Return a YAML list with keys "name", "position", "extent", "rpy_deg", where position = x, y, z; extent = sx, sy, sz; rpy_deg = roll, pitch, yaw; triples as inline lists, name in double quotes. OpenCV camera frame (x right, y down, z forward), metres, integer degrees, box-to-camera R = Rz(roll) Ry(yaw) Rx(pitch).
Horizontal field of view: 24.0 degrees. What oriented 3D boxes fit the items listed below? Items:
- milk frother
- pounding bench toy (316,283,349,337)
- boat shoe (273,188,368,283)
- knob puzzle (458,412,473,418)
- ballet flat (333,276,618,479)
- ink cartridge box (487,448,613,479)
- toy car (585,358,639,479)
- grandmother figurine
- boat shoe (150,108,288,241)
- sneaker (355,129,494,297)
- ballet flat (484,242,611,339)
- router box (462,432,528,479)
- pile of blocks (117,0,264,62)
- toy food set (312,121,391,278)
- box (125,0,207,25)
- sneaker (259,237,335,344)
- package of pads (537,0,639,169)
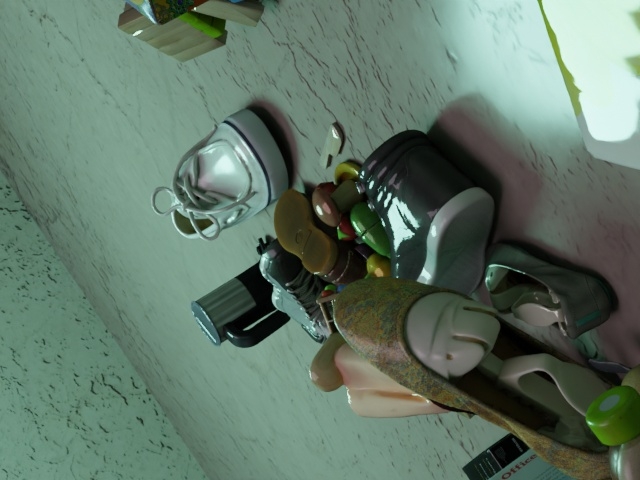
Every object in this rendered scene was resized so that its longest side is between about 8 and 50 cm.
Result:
- name: "milk frother"
  position: [-0.123, 0.077, 2.301]
  extent: [0.129, 0.134, 0.143]
  rpy_deg: [27, 144, 56]
- name: "pounding bench toy"
  position: [0.033, 0.086, 2.039]
  extent: [0.083, 0.052, 0.065]
  rpy_deg: [-52, -57, -73]
- name: "boat shoe"
  position: [0.000, 0.000, 1.964]
  extent: [0.073, 0.073, 0.207]
  rpy_deg: [-62, 31, 18]
- name: "knob puzzle"
  position: [0.119, 0.131, 1.931]
  extent: [0.213, 0.030, 0.213]
  rpy_deg: [48, 165, 18]
- name: "ballet flat"
  position: [0.181, 0.127, 1.516]
  extent: [0.348, 0.123, 0.123]
  rpy_deg: [32, 161, -4]
- name: "ink cartridge box"
  position: [0.291, 0.299, 1.613]
  extent: [0.176, 0.128, 0.127]
  rpy_deg: [24, 142, 60]
- name: "toy car"
  position: [0.305, 0.164, 1.373]
  extent: [0.155, 0.149, 0.188]
  rpy_deg: [52, 175, -15]
- name: "grandmother figurine"
  position: [0.149, 0.169, 1.730]
  extent: [0.342, 0.207, 0.104]
  rpy_deg: [2, 82, 53]
- name: "boat shoe"
  position: [-0.160, -0.072, 2.125]
  extent: [0.136, 0.156, 0.367]
  rpy_deg: [58, 162, 1]
- name: "sneaker"
  position: [0.104, -0.012, 1.657]
  extent: [0.147, 0.104, 0.296]
  rpy_deg: [54, 157, 24]
- name: "ballet flat"
  position: [0.209, 0.050, 1.525]
  extent: [0.213, 0.068, 0.072]
  rpy_deg: [20, 138, 62]
- name: "router box"
  position: [0.259, 0.335, 1.877]
  extent: [0.179, 0.046, 0.133]
  rpy_deg: [55, 162, 9]
- name: "pile of blocks"
  position: [-0.123, -0.337, 1.746]
  extent: [0.362, 0.148, 0.113]
  rpy_deg: [138, 143, -62]
- name: "toy food set"
  position: [0.037, -0.021, 1.840]
  extent: [0.218, 0.071, 0.128]
  rpy_deg: [56, 161, 6]
- name: "box"
  position: [-0.123, -0.377, 1.367]
  extent: [0.290, 0.279, 0.177]
  rpy_deg: [40, 154, 44]
- name: "sneaker"
  position: [-0.009, 0.074, 2.112]
  extent: [0.132, 0.086, 0.229]
  rpy_deg: [45, 168, 21]
- name: "package of pads"
  position: [0.270, -0.145, 1.017]
  extent: [0.296, 0.101, 0.229]
  rpy_deg: [25, 141, 60]
